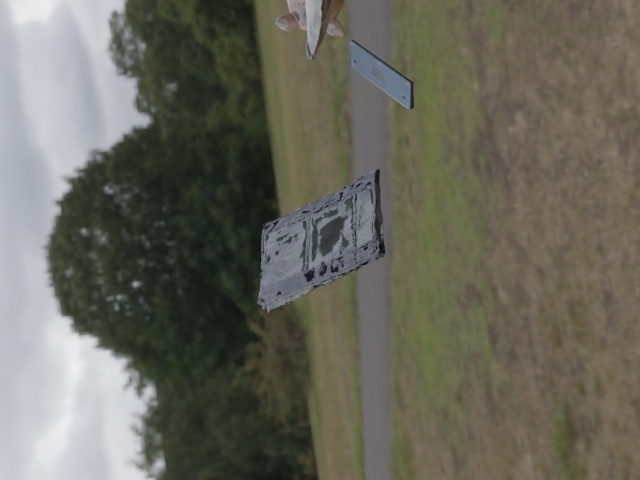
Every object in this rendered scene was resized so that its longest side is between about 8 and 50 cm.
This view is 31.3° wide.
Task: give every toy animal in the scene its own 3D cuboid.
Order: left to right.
[{"bbox_3d":[-0.014,-0.346,1.542,0.089,0.083,0.150,-31,-65,-49],"label":"toy animal"}]

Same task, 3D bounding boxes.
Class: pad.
[{"bbox_3d":[0.000,0.000,1.743,0.022,0.233,0.174,39,-144,-39],"label":"pad"}]

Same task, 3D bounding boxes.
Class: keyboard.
[{"bbox_3d":[0.105,-0.287,1.967,0.176,0.014,0.055,43,150,40],"label":"keyboard"}]

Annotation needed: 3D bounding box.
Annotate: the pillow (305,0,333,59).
[{"bbox_3d":[0.004,-0.344,1.397,0.130,0.038,0.233,123,152,-71],"label":"pillow"}]
